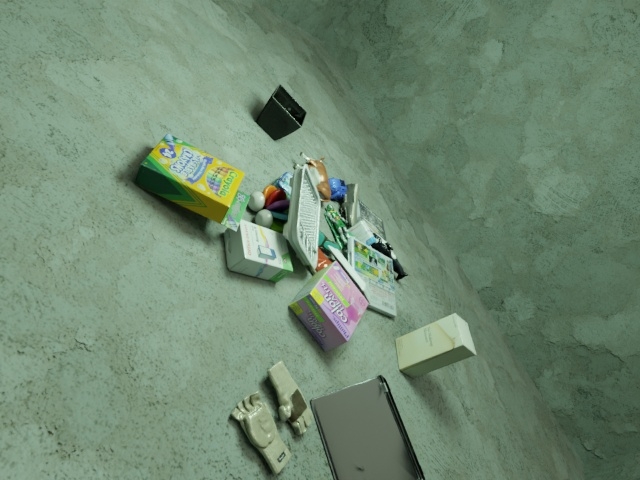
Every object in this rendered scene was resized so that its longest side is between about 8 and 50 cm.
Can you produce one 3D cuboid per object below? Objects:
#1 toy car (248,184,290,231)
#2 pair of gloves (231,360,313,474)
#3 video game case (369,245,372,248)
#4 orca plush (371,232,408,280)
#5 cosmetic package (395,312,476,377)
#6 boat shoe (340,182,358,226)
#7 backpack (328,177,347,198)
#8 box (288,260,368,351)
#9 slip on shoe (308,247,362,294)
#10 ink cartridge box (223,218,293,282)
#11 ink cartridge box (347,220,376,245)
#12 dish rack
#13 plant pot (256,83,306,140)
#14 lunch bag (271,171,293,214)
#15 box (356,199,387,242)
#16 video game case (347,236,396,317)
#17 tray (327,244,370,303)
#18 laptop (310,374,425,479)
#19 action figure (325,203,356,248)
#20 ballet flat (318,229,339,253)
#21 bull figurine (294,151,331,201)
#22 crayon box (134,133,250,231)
[{"bbox_3d":[-0.172,-0.125,1.533,0.159,0.136,0.182,3,58,-56],"label":"toy car"},{"bbox_3d":[-0.120,0.470,1.106,0.204,0.042,0.240,57,31,-4],"label":"pair of gloves"},{"bbox_3d":[0.222,0.089,2.018,0.204,0.025,0.285,7,55,-53],"label":"video game case"},{"bbox_3d":[0.332,0.102,2.144,0.287,0.102,0.151,58,-17,-16],"label":"orca plush"},{"bbox_3d":[0.484,0.455,1.742,0.113,0.309,0.160,37,34,-30],"label":"cosmetic package"},{"bbox_3d":[0.143,-0.183,2.132,0.335,0.095,0.112,-79,163,-48],"label":"boat shoe"},{"bbox_3d":[0.071,-0.266,2.079,0.120,0.097,0.101,11,55,-53],"label":"backpack"},{"bbox_3d":[0.037,0.232,1.479,0.214,0.117,0.243,53,36,-6],"label":"box"},{"bbox_3d":[0.058,0.144,1.642,0.331,0.101,0.123,53,31,-1],"label":"slip on shoe"},{"bbox_3d":[-0.208,0.038,1.361,0.212,0.093,0.155,20,45,-44],"label":"ink cartridge box"},{"bbox_3d":[0.203,-0.024,1.986,0.123,0.088,0.052,59,30,8],"label":"ink cartridge box"},{"bbox_3d":[-0.067,-0.083,1.520,0.286,0.072,0.333,63,28,-60],"label":"dish rack"},{"bbox_3d":[-0.198,-0.596,1.944,0.187,0.166,0.188,42,32,-23],"label":"plant pot"},{"bbox_3d":[-0.113,-0.180,1.731,0.219,0.090,0.176,50,27,-13],"label":"lunch bag"},{"bbox_3d":[0.266,-0.095,2.237,0.231,0.056,0.183,35,36,-32],"label":"box"},{"bbox_3d":[0.241,0.174,1.889,0.328,0.036,0.300,28,52,-40],"label":"video game case"},{"bbox_3d":[0.125,0.133,1.682,0.270,0.030,0.145,52,-4,36],"label":"tray"},{"bbox_3d":[0.174,0.677,1.356,0.408,0.236,0.382,60,8,-67],"label":"laptop"},{"bbox_3d":[0.087,-0.076,1.945,0.137,0.063,0.232,-10,63,-44],"label":"action figure"},{"bbox_3d":[0.000,0.000,1.750,0.188,0.070,0.070,39,33,-34],"label":"ballet flat"},{"bbox_3d":[-0.031,-0.322,1.984,0.188,0.101,0.311,18,42,-41],"label":"bull figurine"},{"bbox_3d":[-0.371,-0.183,1.264,0.322,0.083,0.203,27,37,-15],"label":"crayon box"}]
